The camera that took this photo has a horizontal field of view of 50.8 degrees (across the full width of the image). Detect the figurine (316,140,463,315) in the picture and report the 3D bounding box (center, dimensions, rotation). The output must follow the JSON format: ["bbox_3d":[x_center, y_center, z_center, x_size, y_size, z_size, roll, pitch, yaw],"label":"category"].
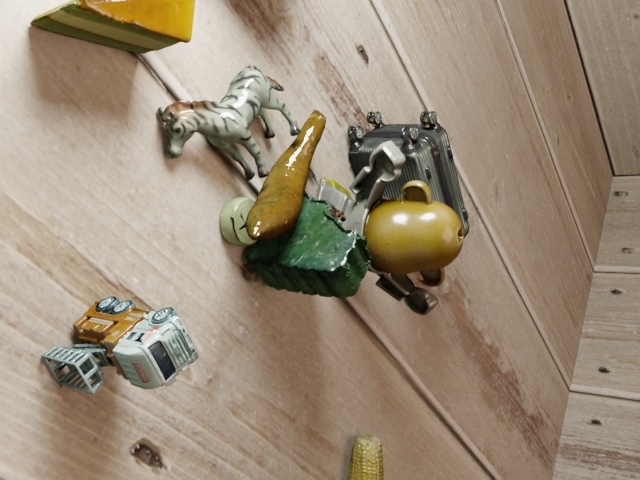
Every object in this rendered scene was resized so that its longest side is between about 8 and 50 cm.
[{"bbox_3d":[0.133,-0.012,1.280,0.343,0.284,0.167,54,52,-37],"label":"figurine"}]

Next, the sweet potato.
[{"bbox_3d":[-0.055,-0.089,1.131,0.079,0.108,0.346,27,47,-7],"label":"sweet potato"}]

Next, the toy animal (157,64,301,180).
[{"bbox_3d":[-0.132,-0.175,1.083,0.255,0.089,0.170,-45,122,-47],"label":"toy animal"}]

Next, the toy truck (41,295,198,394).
[{"bbox_3d":[-0.250,0.139,0.849,0.115,0.177,0.080,-45,125,-42],"label":"toy truck"}]

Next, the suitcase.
[{"bbox_3d":[0.184,-0.114,1.422,0.128,0.202,0.312,-42,124,-33],"label":"suitcase"}]

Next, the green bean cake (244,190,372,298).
[{"bbox_3d":[0.000,0.000,1.167,0.193,0.208,0.107,-59,137,-31],"label":"green bean cake"}]

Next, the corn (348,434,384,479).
[{"bbox_3d":[0.089,0.556,1.409,0.086,0.086,0.288,11,81,-53],"label":"corn"}]

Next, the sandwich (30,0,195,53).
[{"bbox_3d":[-0.263,-0.333,0.872,0.187,0.117,0.144,0,88,-52],"label":"sandwich"}]

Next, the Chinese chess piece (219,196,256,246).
[{"bbox_3d":[-0.131,-0.031,1.128,0.084,0.034,0.084,-1,91,-55],"label":"Chinese chess piece"}]
